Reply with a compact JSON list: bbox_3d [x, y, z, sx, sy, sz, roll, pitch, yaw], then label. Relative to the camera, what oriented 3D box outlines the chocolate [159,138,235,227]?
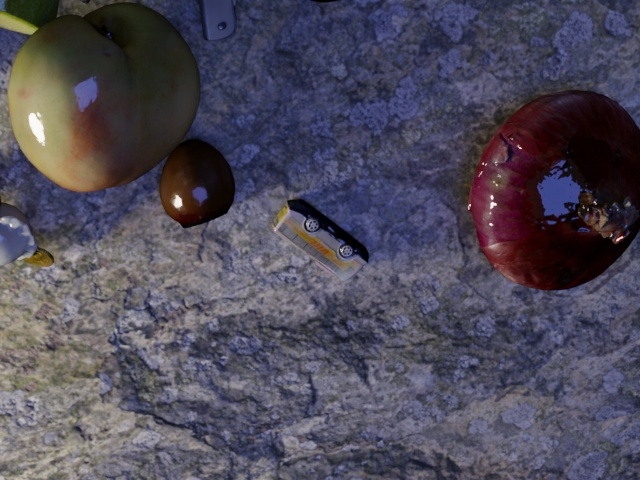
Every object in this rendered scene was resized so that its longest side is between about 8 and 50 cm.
[{"bbox_3d":[-0.203,-0.095,1.731,0.124,0.127,0.133,-29,100,-34],"label":"chocolate"}]

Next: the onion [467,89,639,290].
[{"bbox_3d":[0.425,-0.069,1.776,0.347,0.285,0.348,-9,113,-21],"label":"onion"}]

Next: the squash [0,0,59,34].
[{"bbox_3d":[-0.470,-0.377,1.512,0.191,0.085,0.184,13,121,-3],"label":"squash"}]

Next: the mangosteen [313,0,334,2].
[{"bbox_3d":[0.006,-0.461,1.625,0.199,0.200,0.200,-4,108,-11],"label":"mangosteen"}]

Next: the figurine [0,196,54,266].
[{"bbox_3d":[-0.529,-0.040,1.661,0.271,0.143,0.143,27,101,-39],"label":"figurine"}]

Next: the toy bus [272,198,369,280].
[{"bbox_3d":[0.000,0.000,1.822,0.172,0.057,0.072,37,103,-19],"label":"toy bus"}]

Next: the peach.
[{"bbox_3d":[-0.317,-0.203,1.565,0.247,0.292,0.292,26,103,19],"label":"peach"}]

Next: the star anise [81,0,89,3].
[{"bbox_3d":[-0.387,-0.466,1.561,0.235,0.109,0.223,2,113,1],"label":"star anise"}]

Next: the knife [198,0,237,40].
[{"bbox_3d":[-0.155,-0.413,1.601,0.073,0.041,0.266,-8,138,-10],"label":"knife"}]
